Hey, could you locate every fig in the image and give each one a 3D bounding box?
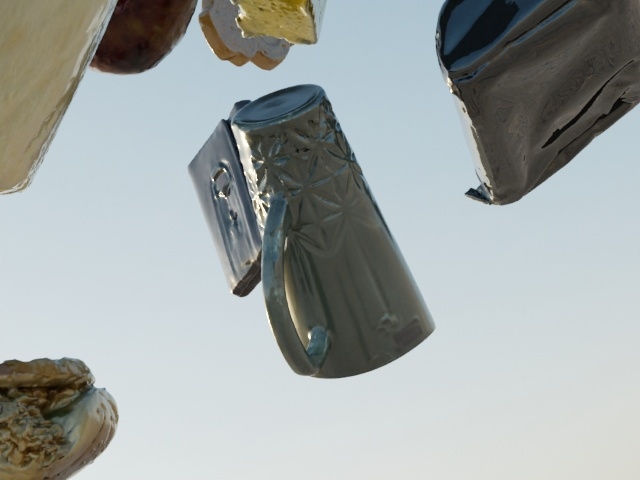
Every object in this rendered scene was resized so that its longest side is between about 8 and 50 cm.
[{"bbox_3d":[-0.209,-0.268,1.521,0.190,0.191,0.290,-27,-8,9],"label":"fig"}]

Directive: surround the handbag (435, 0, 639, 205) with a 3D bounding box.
[{"bbox_3d":[0.230,-0.211,1.520,0.275,0.178,0.302,-34,-32,0],"label":"handbag"}]

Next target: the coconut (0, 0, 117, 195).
[{"bbox_3d":[-0.254,-0.138,0.721,0.328,0.329,0.329,-23,-16,-7],"label":"coconut"}]

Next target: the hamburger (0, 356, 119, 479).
[{"bbox_3d":[-0.322,0.208,1.382,0.243,0.146,0.286,-26,-9,-39],"label":"hamburger"}]

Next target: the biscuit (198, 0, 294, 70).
[{"bbox_3d":[-0.078,-0.286,1.679,0.040,0.144,0.236,-27,11,38],"label":"biscuit"}]

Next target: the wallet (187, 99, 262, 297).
[{"bbox_3d":[-0.109,-0.060,1.853,0.049,0.229,0.182,1,-36,-36],"label":"wallet"}]

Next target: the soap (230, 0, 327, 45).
[{"bbox_3d":[-0.020,-0.375,1.348,0.091,0.315,0.199,10,-20,7],"label":"soap"}]

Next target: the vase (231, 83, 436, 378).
[{"bbox_3d":[0.000,0.000,1.388,0.156,0.301,0.251,-6,26,30],"label":"vase"}]
